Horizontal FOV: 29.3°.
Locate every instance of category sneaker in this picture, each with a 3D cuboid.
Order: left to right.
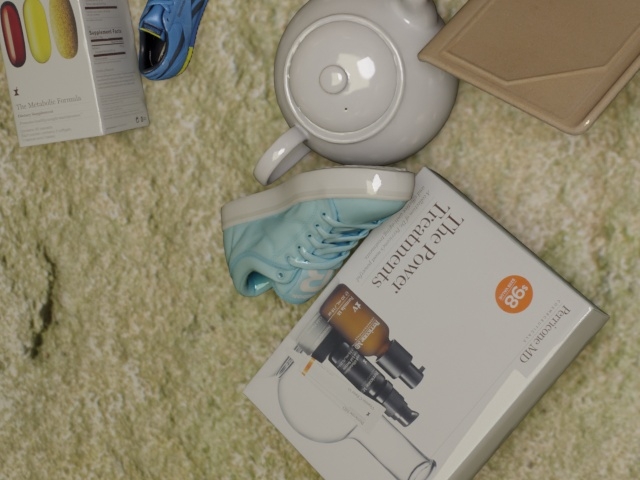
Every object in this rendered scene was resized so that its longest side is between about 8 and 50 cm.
[{"bbox_3d":[-0.198,-0.313,1.626,0.069,0.082,0.209,19,106,18],"label":"sneaker"},{"bbox_3d":[0.000,0.000,1.523,0.366,0.135,0.150,-17,77,58],"label":"sneaker"}]

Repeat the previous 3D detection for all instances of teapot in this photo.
[{"bbox_3d":[0.039,-0.197,1.506,0.253,0.187,0.255,1,102,20],"label":"teapot"}]

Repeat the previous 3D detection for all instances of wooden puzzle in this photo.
[{"bbox_3d":[0.262,-0.231,1.374,0.239,0.044,0.221,31,69,34],"label":"wooden puzzle"}]

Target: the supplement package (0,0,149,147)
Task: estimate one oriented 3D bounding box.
[{"bbox_3d":[-0.341,-0.261,1.659,0.139,0.134,0.244,-6,99,21],"label":"supplement package"}]

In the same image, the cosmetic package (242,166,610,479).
[{"bbox_3d":[0.122,0.143,1.511,0.284,0.097,0.377,42,99,25],"label":"cosmetic package"}]
